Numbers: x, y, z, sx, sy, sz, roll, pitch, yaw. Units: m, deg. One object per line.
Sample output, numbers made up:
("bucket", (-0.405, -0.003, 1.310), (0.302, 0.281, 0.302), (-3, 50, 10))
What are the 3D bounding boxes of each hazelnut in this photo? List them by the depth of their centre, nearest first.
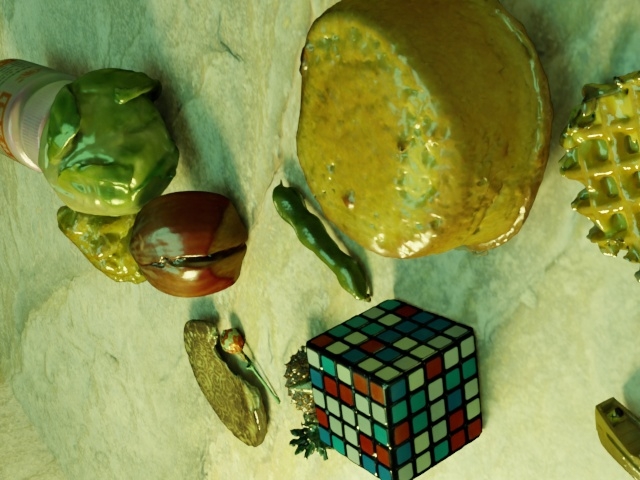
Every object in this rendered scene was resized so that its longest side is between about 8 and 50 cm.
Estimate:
("hazelnut", (-0.243, 0.011, 1.876), (0.181, 0.180, 0.212), (28, 131, 47))

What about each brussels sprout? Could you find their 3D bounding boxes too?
("brussels sprout", (-0.394, -0.178, 1.917), (0.294, 0.227, 0.259), (-36, 91, 14))

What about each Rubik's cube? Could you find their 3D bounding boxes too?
("Rubik's cube", (0.109, 0.218, 1.491), (0.184, 0.182, 0.187), (19, 125, 49))

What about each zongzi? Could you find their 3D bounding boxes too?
("zongzi", (0.021, 0.264, 1.722), (0.109, 0.119, 0.055), (59, -172, 10))

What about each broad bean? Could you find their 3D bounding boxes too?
("broad bean", (-0.001, -0.001, 1.642), (0.256, 0.052, 0.053), (49, -174, 20))

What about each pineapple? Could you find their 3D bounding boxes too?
("pineapple", (-0.021, 0.286, 1.813), (0.103, 0.083, 0.221), (-3, 113, 12))

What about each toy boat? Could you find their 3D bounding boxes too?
("toy boat", (0.414, 0.262, 1.187), (0.226, 0.068, 0.088), (45, 138, 35))

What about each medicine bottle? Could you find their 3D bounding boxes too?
("medicine bottle", (-0.588, -0.258, 2.177), (0.388, 0.219, 0.219), (24, 129, 47))

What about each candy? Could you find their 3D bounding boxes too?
("candy", (-0.137, 0.250, 2.019), (0.185, 0.049, 0.055), (52, 176, 11))

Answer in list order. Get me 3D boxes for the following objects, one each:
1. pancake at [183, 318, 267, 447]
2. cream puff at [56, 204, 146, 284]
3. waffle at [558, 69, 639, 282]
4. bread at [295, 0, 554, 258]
("pancake", (-0.201, 0.293, 2.127), (0.288, 0.033, 0.286), (21, 128, 52))
("cream puff", (-0.432, -0.020, 2.117), (0.244, 0.244, 0.196), (23, 94, 48))
("waffle", (0.355, -0.074, 1.055), (0.262, 0.060, 0.281), (44, 142, 31))
("bread", (0.108, -0.141, 1.247), (0.337, 0.204, 0.358), (44, 144, 39))
